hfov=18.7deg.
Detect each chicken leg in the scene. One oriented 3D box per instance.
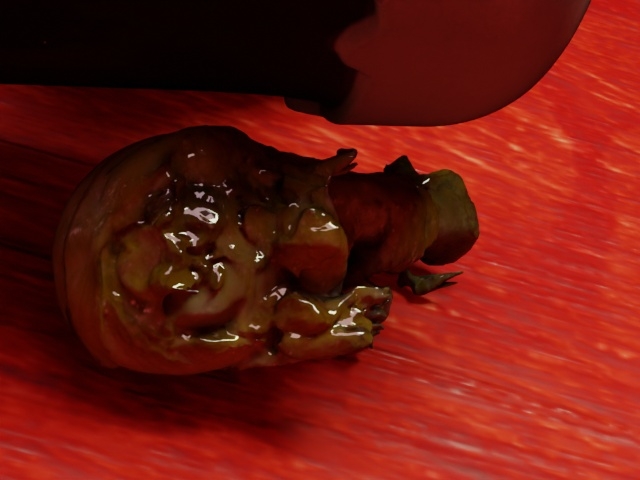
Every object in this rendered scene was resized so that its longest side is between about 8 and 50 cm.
[{"bbox_3d":[-0.002,-0.001,0.689,0.101,0.085,0.207,-5,2,40],"label":"chicken leg"}]

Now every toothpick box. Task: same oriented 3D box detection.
[{"bbox_3d":[-0.032,-0.155,0.664,0.316,0.229,0.229,2,30,-12],"label":"toothpick box"}]
